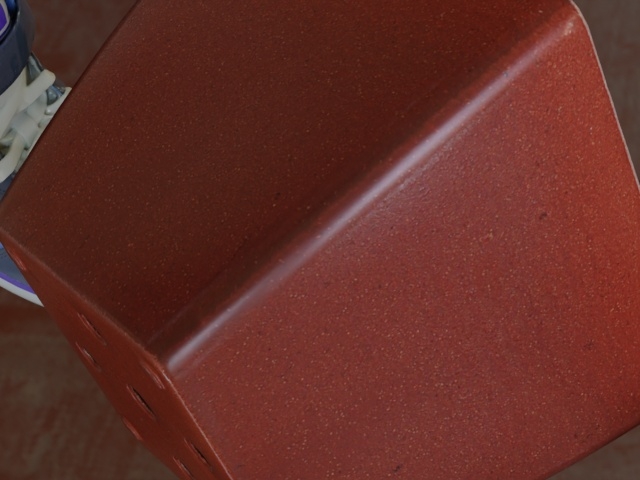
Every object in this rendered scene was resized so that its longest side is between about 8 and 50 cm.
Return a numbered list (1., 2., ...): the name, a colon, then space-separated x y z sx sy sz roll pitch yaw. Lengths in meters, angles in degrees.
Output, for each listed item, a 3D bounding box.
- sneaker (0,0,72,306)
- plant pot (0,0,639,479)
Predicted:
1. sneaker: -0.205 -0.081 1.069 0.322 0.236 0.130 36 67 0
2. plant pot: -0.005 0.009 0.853 0.235 0.267 0.267 -39 40 -15
